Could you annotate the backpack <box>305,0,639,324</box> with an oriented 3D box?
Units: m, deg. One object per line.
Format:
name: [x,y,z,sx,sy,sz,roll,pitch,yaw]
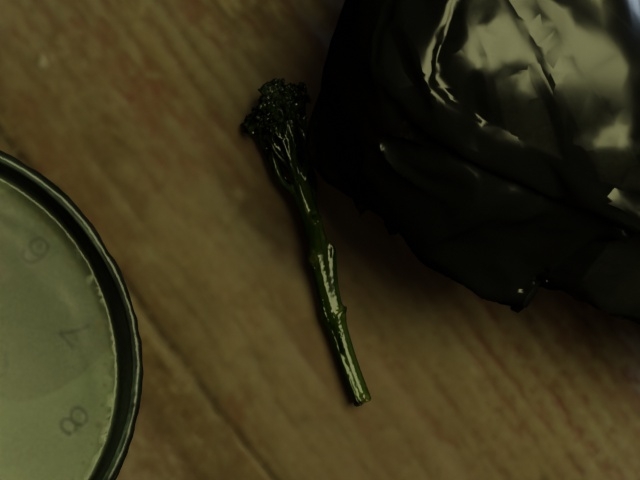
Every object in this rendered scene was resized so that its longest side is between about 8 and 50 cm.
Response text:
backpack: [0.219,-0.093,1.305,0.446,0.255,0.363,31,70,-15]

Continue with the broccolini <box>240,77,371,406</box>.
broccolini: [0.001,0.000,1.292,0.042,0.044,0.218,-19,88,-30]

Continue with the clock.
clock: [-0.234,0.072,1.146,0.281,0.055,0.280,7,74,-26]
